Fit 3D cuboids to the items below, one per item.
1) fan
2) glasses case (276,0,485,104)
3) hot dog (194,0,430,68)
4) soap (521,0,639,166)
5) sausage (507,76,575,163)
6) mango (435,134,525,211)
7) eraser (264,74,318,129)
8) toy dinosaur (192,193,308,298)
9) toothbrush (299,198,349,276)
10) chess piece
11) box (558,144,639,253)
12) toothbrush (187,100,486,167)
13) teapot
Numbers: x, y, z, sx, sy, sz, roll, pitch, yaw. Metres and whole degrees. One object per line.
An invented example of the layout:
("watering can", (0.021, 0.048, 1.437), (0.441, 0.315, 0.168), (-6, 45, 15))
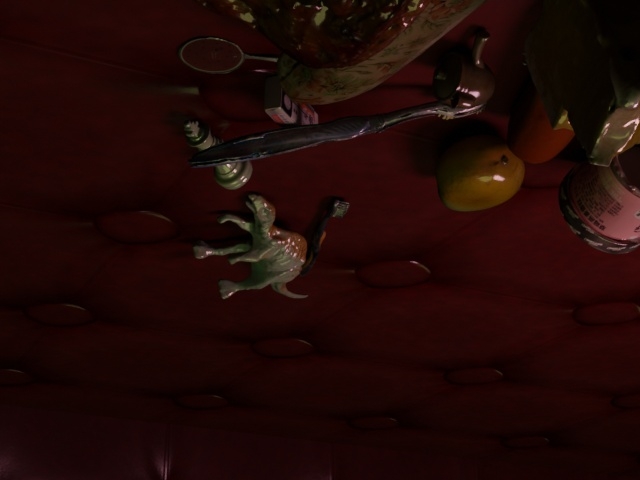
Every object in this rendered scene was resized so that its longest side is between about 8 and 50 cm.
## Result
("fan", (-0.115, -0.234, 1.540), (0.133, 0.005, 0.085), (2, 156, -2))
("glasses case", (0.098, -0.264, 1.323), (0.156, 0.098, 0.425), (-16, 170, -36))
("hot dog", (-0.014, -0.303, 1.144), (0.267, 0.174, 0.387), (33, 148, -13))
("soap", (0.419, -0.177, 1.286), (0.338, 0.304, 0.169), (4, 127, -10))
("sausage", (0.307, -0.189, 1.551), (0.089, 0.083, 0.300), (12, 156, 1))
("mango", (0.227, -0.094, 1.766), (0.130, 0.092, 0.194), (6, 161, -17))
("eraser", (-0.038, -0.173, 1.628), (0.029, 0.052, 0.122), (-8, 157, 22))
("toy dinosaur", (-0.100, 0.042, 2.091), (0.205, 0.092, 0.393), (-14, 144, 19))
("toothbrush", (-0.003, -0.001, 2.075), (0.031, 0.023, 0.321), (14, 155, -9))
("chess piece", (-0.154, -0.132, 1.731), (0.059, 0.059, 0.149), (-10, 149, 22))
("box", (0.442, -0.078, 1.745), (0.151, 0.151, 0.135), (8, 146, -18))
("toothbrush", (0.026, -0.147, 1.608), (0.413, 0.035, 0.042), (-12, 162, -6))
("teapot", (0.191, -0.210, 1.516), (0.080, 0.085, 0.110), (11, 135, -28))
